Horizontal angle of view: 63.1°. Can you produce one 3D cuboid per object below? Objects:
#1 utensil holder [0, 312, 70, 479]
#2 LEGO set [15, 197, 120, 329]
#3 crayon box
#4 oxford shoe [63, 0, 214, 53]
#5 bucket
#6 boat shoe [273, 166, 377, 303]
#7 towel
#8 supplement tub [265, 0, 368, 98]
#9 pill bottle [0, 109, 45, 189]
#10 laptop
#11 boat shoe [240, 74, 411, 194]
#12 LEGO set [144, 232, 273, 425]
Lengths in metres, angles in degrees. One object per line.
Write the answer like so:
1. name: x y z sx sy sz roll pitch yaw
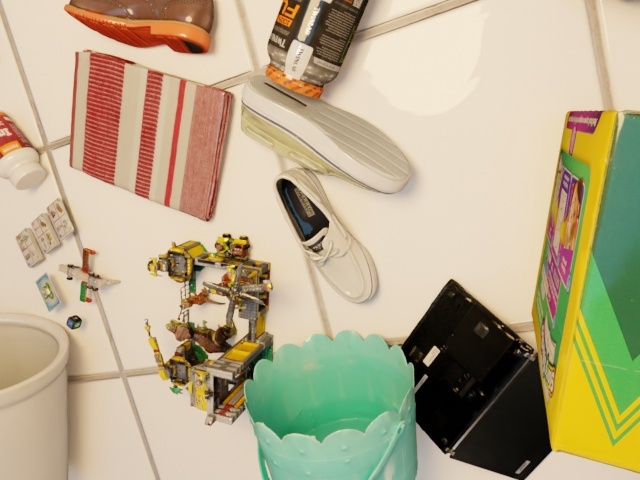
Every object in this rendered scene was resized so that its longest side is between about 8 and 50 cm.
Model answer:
1. utensil holder: -0.693 0.395 1.083 0.327 0.327 0.386 12 110 17
2. LEGO set: -0.532 0.057 1.098 0.182 0.060 0.245 -31 82 27
3. crayon box: 0.324 0.015 0.593 0.105 0.363 0.314 7 106 18
4. oxford shoe: -0.302 -0.388 0.882 0.271 0.097 0.099 13 90 10
5. bucket: 0.023 0.289 0.824 0.280 0.281 0.183 -4 109 21
6. boat shoe: 0.000 0.000 0.859 0.095 0.084 0.258 -36 89 23
7. towel: -0.321 -0.196 0.956 0.328 0.037 0.237 21 111 16
8. supplement tub: -0.006 -0.317 0.766 0.116 0.117 0.191 28 110 11
9. pill bottle: -0.625 -0.179 1.041 0.086 0.086 0.152 -41 88 23
10. laptop: 0.273 0.233 0.856 0.264 0.136 0.234 44 115 33
11. boat shoe: 0.003 -0.155 0.825 0.302 0.109 0.094 35 136 13
12. LEGO set: -0.210 0.163 0.916 0.254 0.192 0.332 16 108 16
